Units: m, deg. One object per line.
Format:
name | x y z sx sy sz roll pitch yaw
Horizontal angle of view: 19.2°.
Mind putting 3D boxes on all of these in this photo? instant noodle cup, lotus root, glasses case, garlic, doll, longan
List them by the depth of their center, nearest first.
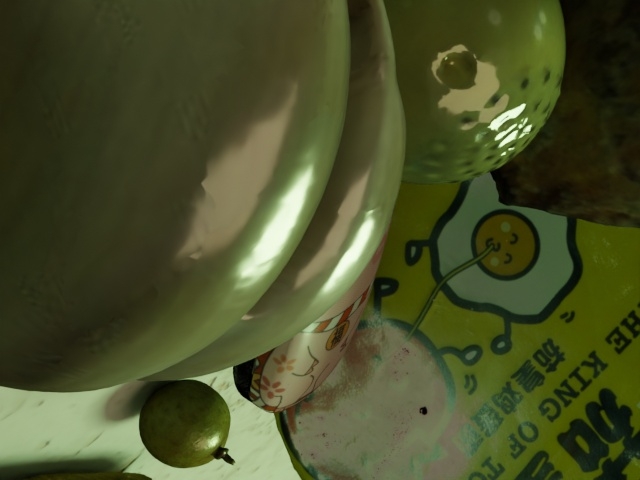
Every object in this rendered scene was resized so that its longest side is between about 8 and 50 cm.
garlic | -0.060 -0.069 0.788 0.231 0.246 0.340 0 138 -45
doll | 0.012 -0.081 1.022 0.260 0.161 0.177 -33 157 -8
lotus root | 0.236 -0.134 1.137 0.314 0.210 0.142 -21 150 -4
glasses case | 0.000 0.000 1.235 0.103 0.067 0.267 -38 151 -47
instant noodle cup | 0.154 0.077 1.409 0.325 0.325 0.254 -46 167 20
longan | -0.095 0.142 1.415 0.075 0.083 0.075 -47 166 -16

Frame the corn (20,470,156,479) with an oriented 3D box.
corn | -0.198 0.231 1.385 0.119 0.119 0.322 -47 158 23
